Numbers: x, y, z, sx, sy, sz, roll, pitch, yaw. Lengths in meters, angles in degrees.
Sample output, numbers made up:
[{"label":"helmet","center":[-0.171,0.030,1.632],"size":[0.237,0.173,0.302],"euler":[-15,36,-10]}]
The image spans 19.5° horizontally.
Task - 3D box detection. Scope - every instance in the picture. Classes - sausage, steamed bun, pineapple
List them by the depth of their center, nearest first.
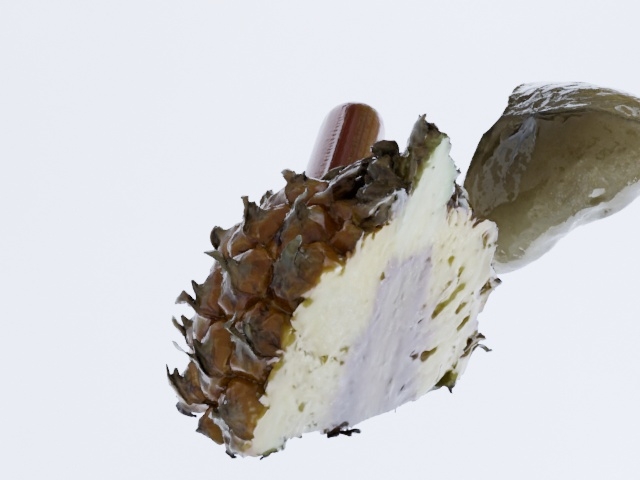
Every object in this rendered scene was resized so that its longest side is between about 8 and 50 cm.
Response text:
[{"label":"pineapple","center":[0.001,-0.003,1.596],"size":[0.209,0.344,0.286],"euler":[27,-65,33]},{"label":"steamed bun","center":[0.203,-0.072,1.745],"size":[0.212,0.110,0.231],"euler":[-50,-156,-10]},{"label":"sausage","center":[0.022,-0.073,1.851],"size":[0.083,0.083,0.264],"euler":[-41,-163,28]}]
